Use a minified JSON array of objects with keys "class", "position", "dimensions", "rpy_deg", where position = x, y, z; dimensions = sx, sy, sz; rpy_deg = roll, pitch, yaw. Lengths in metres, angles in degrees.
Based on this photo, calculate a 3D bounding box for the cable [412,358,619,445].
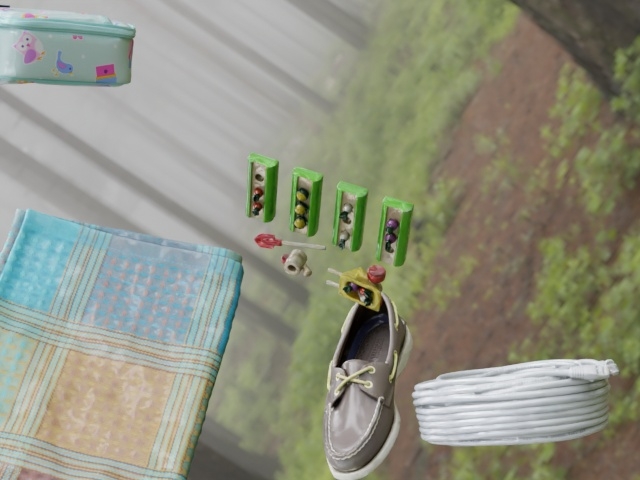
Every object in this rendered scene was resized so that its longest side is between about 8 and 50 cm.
[{"class":"cable","position":[0.250,0.211,1.745],"dimensions":[0.257,0.257,0.089],"rpy_deg":[104,159,-87]}]

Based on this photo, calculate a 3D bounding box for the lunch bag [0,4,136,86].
[{"class":"lunch bag","position":[-0.399,-0.284,1.953],"dimensions":[0.279,0.224,0.108],"rpy_deg":[22,111,59]}]

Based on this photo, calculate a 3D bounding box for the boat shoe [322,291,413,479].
[{"class":"boat shoe","position":[0.062,0.205,1.950],"dimensions":[0.116,0.097,0.324],"rpy_deg":[-8,36,23]}]

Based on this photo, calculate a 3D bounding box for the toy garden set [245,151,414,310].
[{"class":"toy garden set","position":[0.000,0.000,1.904],"dimensions":[0.204,0.244,0.049],"rpy_deg":[96,-162,-44]}]

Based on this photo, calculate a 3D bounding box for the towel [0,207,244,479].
[{"class":"towel","position":[-0.245,0.133,1.404],"dimensions":[0.040,0.271,0.370],"rpy_deg":[101,-178,-52]}]
